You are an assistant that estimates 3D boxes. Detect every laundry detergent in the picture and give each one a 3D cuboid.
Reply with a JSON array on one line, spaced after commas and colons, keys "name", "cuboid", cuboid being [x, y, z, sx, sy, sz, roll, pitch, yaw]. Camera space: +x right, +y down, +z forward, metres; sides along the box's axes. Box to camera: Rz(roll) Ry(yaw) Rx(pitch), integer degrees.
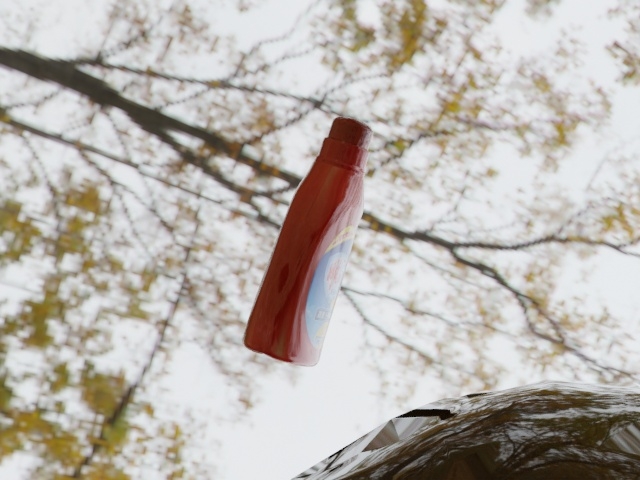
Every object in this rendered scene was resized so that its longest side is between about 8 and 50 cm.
[{"name": "laundry detergent", "cuboid": [0.000, 0.000, 0.965, 0.049, 0.097, 0.165, 19, -90, 15]}]

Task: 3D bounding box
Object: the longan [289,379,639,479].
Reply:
[{"name": "longan", "cuboid": [0.098, 0.246, 0.515, 0.391, 0.391, 0.391, -14, -113, 37]}]
